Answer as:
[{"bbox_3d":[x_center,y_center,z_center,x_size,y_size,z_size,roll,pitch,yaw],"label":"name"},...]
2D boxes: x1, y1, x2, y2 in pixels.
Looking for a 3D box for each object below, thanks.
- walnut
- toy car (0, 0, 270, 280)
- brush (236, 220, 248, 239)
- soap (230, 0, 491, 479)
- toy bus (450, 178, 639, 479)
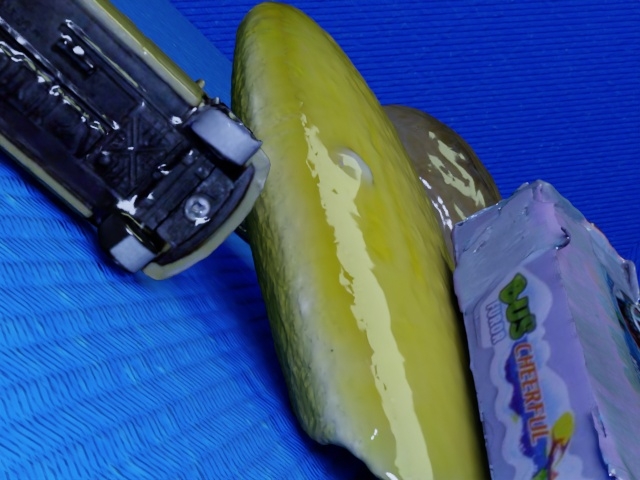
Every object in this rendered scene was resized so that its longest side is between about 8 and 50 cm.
[{"bbox_3d":[0.107,-0.028,1.609,0.261,0.225,0.225,56,7,8],"label":"walnut"},{"bbox_3d":[-0.146,-0.095,0.745,0.257,0.101,0.124,43,3,-23],"label":"toy car"},{"bbox_3d":[-0.028,0.021,1.250,0.170,0.014,0.043,43,8,-40],"label":"brush"},{"bbox_3d":[0.031,0.033,0.939,0.306,0.115,0.427,46,24,-51],"label":"soap"},{"bbox_3d":[0.147,0.094,0.826,0.138,0.112,0.317,48,21,-30],"label":"toy bus"}]
